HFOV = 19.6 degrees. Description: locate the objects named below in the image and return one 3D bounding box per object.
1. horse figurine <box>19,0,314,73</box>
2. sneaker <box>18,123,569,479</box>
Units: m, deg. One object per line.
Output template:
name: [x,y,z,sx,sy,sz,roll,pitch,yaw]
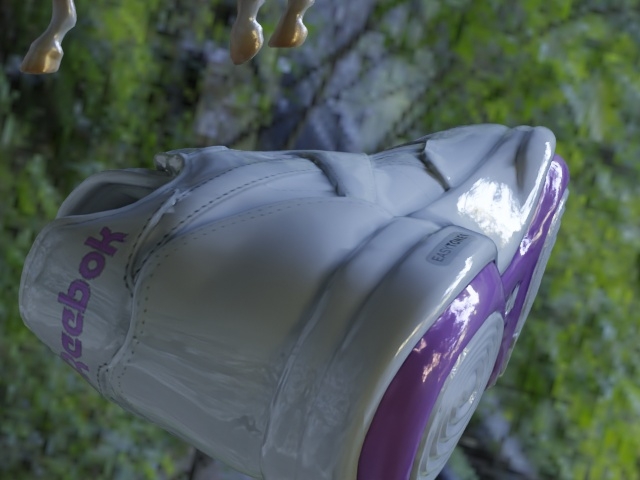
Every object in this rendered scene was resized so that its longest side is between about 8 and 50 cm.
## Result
horse figurine: [-0.061,-0.150,0.672,0.263,0.174,0.066,-4,18,-30]
sneaker: [0.000,0.000,0.641,0.152,0.114,0.305,20,11,11]
